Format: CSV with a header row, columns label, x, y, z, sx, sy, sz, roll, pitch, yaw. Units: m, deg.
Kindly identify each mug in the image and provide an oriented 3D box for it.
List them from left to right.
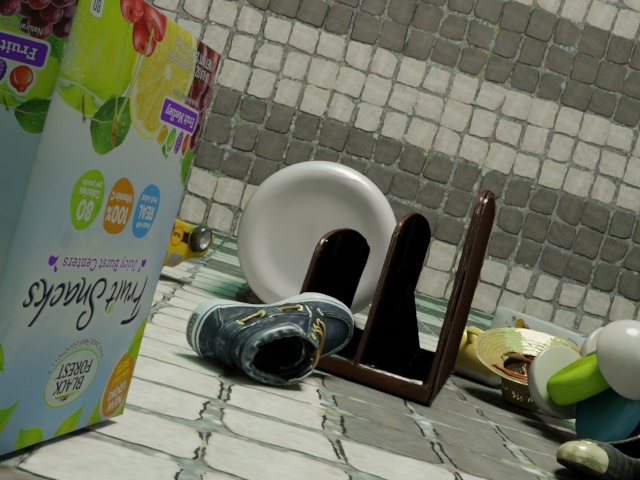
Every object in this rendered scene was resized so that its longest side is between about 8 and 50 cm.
label,x,y,z,sx,sy,sz,roll,pitch,yaw
mug,0.197,0.145,1.230,0.064,0.062,0.078,28,0,31

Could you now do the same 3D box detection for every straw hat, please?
label,x,y,z,sx,sy,sz,roll,pitch,yaw
straw hat,0.231,0.155,1.123,0.144,0.061,0.144,6,20,-2

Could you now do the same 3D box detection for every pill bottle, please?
label,x,y,z,sx,sy,sz,roll,pitch,yaw
pill bottle,0.000,0.000,1.443,0.210,0.210,0.363,17,1,1

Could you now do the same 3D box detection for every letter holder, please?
label,x,y,z,sx,sy,sz,roll,pitch,yaw
letter holder,0.090,0.033,1.077,0.152,0.214,0.302,17,2,11

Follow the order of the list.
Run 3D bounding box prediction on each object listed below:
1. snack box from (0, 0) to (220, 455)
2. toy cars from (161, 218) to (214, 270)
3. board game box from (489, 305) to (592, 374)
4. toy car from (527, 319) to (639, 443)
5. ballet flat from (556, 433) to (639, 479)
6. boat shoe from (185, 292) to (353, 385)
label,x,y,z,sx,sy,sz,roll,pitch,yaw
snack box,-0.126,-0.013,0.469,0.070,0.207,0.174,17,2,12
toy cars,-0.248,-0.005,1.376,0.176,0.087,0.393,22,-3,-16
board game box,0.381,0.181,1.240,0.224,0.098,0.303,17,2,-38
toy car,0.307,0.146,0.985,0.182,0.136,0.159,-14,-12,-32
ballet flat,0.242,0.172,0.825,0.057,0.049,0.173,17,1,40
boat shoe,-0.019,0.087,0.845,0.183,0.065,0.083,2,15,-46
